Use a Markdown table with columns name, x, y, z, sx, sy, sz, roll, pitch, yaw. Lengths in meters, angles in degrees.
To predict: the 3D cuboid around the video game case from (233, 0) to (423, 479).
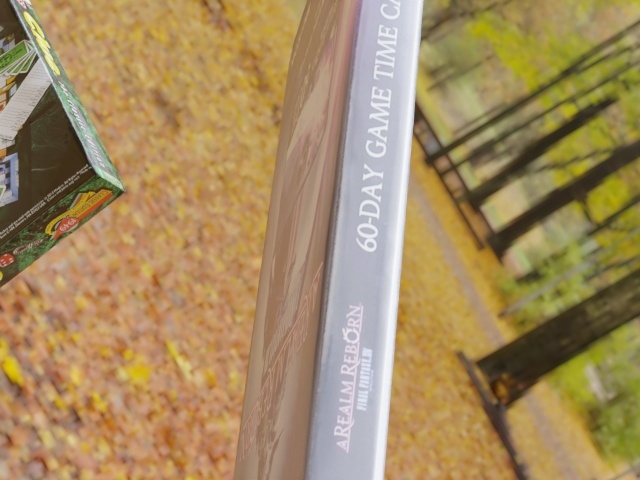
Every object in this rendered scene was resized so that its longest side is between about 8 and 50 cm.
| name | x | y | z | sx | sy | sz | roll | pitch | yaw |
| --- | --- | --- | --- | --- | --- | --- | --- | --- | --- |
| video game case | 0.000 | 0.000 | 0.482 | 0.196 | 0.026 | 0.274 | 114 | -15 | -64 |

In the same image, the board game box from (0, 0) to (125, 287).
| name | x | y | z | sx | sy | sz | roll | pitch | yaw |
| --- | --- | --- | --- | --- | --- | --- | --- | --- | --- |
| board game box | -0.219 | -0.002 | 0.628 | 0.136 | 0.260 | 0.030 | 60 | 14 | 24 |
